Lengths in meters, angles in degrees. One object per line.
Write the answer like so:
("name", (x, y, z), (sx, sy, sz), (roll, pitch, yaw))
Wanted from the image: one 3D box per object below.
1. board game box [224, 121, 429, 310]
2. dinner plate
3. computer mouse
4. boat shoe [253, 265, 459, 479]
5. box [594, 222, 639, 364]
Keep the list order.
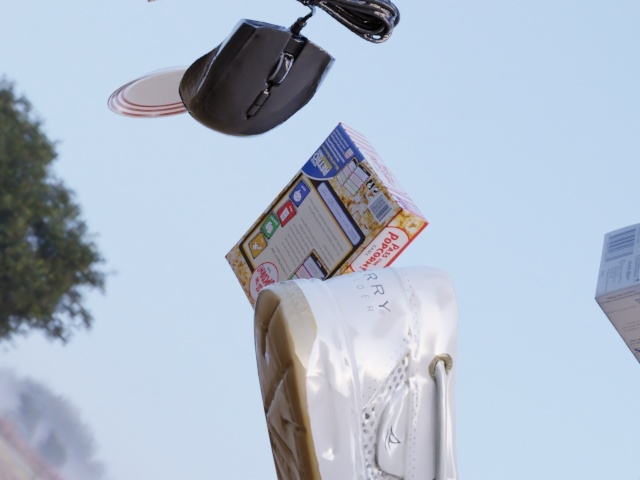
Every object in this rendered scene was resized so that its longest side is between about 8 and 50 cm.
("board game box", (0.000, 0.000, 1.104), (0.045, 0.193, 0.147), (25, 25, -43))
("dinner plate", (-0.164, -0.166, 1.209), (0.141, 0.141, 0.017), (137, -59, -68))
("computer mouse", (-0.075, -0.153, 0.928), (0.184, 0.060, 0.262), (20, -27, -30))
("boat shoe", (0.039, 0.141, 0.483), (0.098, 0.096, 0.277), (-130, -150, -62))
("box", (0.417, 0.069, 1.407), (0.072, 0.126, 0.137), (-20, -59, 35))
